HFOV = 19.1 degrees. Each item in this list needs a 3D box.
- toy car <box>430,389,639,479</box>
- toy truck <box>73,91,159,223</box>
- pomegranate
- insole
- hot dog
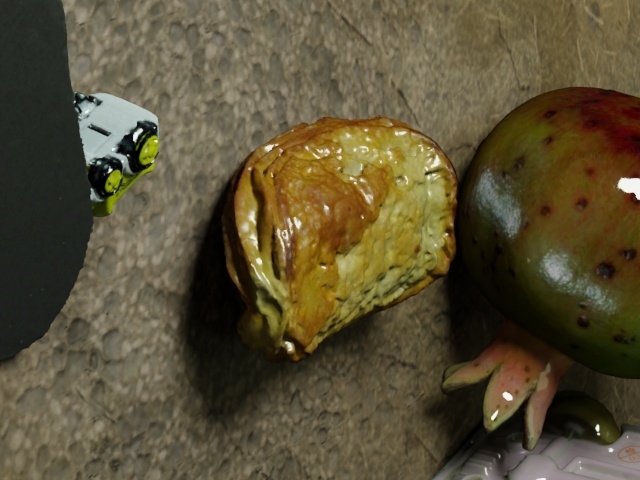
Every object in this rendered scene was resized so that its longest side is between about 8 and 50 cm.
[{"bbox_3d":[0.275,0.302,1.781,0.242,0.336,0.226,-40,130,-44],"label":"toy car"},{"bbox_3d":[-0.162,-0.045,1.311,0.111,0.076,0.077,-48,154,-37],"label":"toy truck"},{"bbox_3d":[0.262,0.028,1.757,0.291,0.291,0.323,-12,119,-54],"label":"pomegranate"},{"bbox_3d":[-0.196,-0.038,1.204,0.110,0.012,0.309,-23,139,-25],"label":"insole"},{"bbox_3d":[-0.001,-0.001,1.512,0.259,0.114,0.175,-24,122,-48],"label":"hot dog"}]
